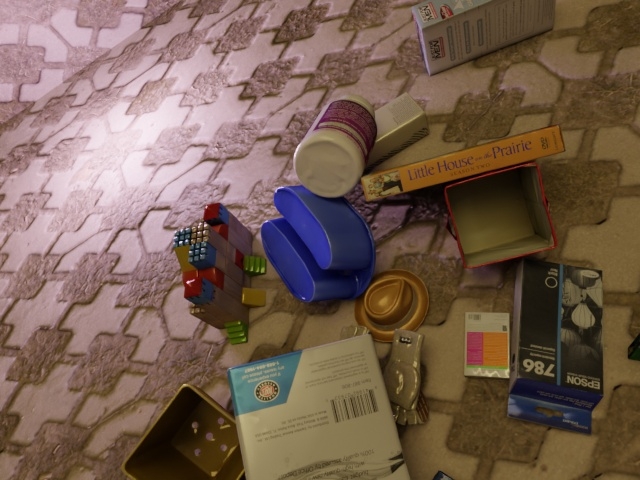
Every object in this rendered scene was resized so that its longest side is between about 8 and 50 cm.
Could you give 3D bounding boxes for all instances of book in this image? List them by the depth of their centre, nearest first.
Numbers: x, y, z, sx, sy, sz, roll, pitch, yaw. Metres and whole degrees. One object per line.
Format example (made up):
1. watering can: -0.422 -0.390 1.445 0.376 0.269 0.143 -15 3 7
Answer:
1. book: 0.368 0.231 1.038 0.096 0.035 0.144 -2 63 25

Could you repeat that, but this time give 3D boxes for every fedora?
1. fedora: 0.164 0.145 1.137 0.194 0.079 0.195 -9 60 17

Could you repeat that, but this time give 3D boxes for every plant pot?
1. plant pot: -0.268 0.460 1.056 0.212 0.187 0.212 36 80 4

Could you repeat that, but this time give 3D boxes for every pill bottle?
1. pill bottle: 0.052 -0.252 1.182 0.169 0.169 0.302 -2 37 21

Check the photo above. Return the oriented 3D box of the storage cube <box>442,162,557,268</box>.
1. storage cube: 0.385 -0.063 1.050 0.214 0.193 0.184 -15 96 15

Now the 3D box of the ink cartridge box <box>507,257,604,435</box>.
1. ink cartridge box: 0.484 0.208 0.965 0.165 0.065 0.333 8 68 10

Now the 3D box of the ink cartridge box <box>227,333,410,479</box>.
1. ink cartridge box: 0.002 0.413 0.904 0.285 0.166 0.395 -11 74 -9

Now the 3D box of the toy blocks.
1. toy blocks: -0.288 0.058 1.258 0.190 0.261 0.382 -11 60 16

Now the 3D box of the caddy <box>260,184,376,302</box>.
1. caddy: 0.000 0.000 1.197 0.341 0.179 0.241 52 130 33

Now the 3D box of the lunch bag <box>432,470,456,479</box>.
1. lunch bag: 0.259 0.505 0.914 0.098 0.067 0.065 24 75 29

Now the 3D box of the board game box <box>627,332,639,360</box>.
1. board game box: 0.717 0.210 0.844 0.259 0.136 0.030 6 67 24

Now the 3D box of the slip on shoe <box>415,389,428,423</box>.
1. slip on shoe: 0.196 0.341 1.043 0.041 0.051 0.136 -44 56 35

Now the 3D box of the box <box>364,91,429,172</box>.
1. box: 0.168 -0.300 1.363 0.275 0.094 0.113 -30 56 5

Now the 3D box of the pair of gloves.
1. pair of gloves: 0.123 0.298 1.066 0.240 0.042 0.204 -4 69 39

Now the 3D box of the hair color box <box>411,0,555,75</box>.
1. hair color box: 0.473 -0.649 1.369 0.374 0.185 0.114 -18 59 12

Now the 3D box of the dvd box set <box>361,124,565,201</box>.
1. dvd box set: 0.323 -0.185 1.133 0.419 0.307 0.062 -13 97 16
